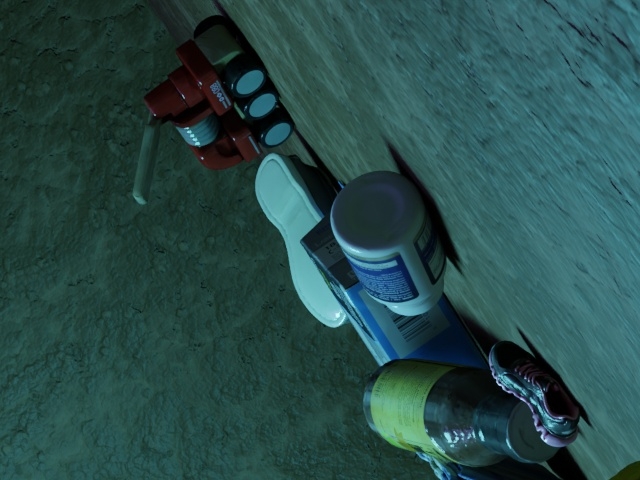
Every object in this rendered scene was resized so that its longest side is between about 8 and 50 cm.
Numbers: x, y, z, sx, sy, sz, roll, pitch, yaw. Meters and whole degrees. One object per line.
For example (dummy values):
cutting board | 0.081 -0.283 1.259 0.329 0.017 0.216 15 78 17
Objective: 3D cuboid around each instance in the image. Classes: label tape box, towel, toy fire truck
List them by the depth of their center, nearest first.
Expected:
towel | 0.217 0.286 1.890 0.209 0.034 0.285 19 -178 -10
label tape box | 0.086 0.081 2.046 0.241 0.106 0.334 57 176 -21
toy fire truck | -0.175 -0.156 2.197 0.158 0.246 0.217 54 176 30

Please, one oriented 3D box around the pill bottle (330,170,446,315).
pill bottle | 0.075 0.009 1.579 0.094 0.094 0.169 53 176 33

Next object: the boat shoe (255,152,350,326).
boat shoe | 0.002 -0.003 2.231 0.091 0.109 0.305 7 -137 -38

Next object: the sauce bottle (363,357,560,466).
sauce bottle | 0.155 0.192 1.725 0.111 0.111 0.344 56 164 -11

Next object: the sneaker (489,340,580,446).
sneaker | 0.207 0.137 1.484 0.119 0.047 0.057 51 159 22

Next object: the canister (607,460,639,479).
canister | 0.285 0.250 1.157 0.126 0.073 0.170 56 175 -23
